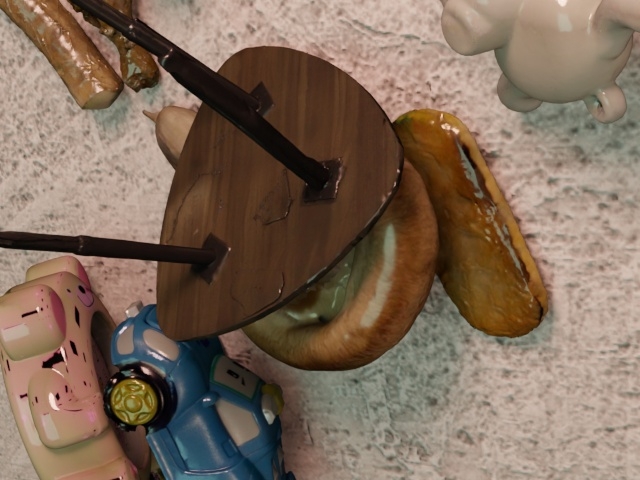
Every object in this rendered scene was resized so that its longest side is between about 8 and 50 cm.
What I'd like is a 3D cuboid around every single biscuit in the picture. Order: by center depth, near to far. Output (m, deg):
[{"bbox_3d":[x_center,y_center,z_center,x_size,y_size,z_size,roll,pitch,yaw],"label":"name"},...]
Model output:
[{"bbox_3d":[0.139,-0.015,1.167,0.118,0.029,0.247,-17,103,51],"label":"biscuit"}]

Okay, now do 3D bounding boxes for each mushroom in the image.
[{"bbox_3d":[0.000,0.000,1.195,0.278,0.146,0.278,7,99,47],"label":"mushroom"}]

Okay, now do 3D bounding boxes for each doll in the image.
[{"bbox_3d":[0.157,-0.202,0.898,0.311,0.160,0.242,-155,57,-70],"label":"doll"}]

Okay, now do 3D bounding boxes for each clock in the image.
[{"bbox_3d":[-0.284,0.183,1.433,0.114,0.284,0.309,-17,101,4],"label":"clock"}]

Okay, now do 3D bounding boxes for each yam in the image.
[{"bbox_3d":[-0.330,-0.264,1.350,0.299,0.066,0.066,48,132,6],"label":"yam"}]

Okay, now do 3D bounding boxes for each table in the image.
[{"bbox_3d":[-0.121,-0.093,1.059,0.317,0.249,0.317,-20,58,37],"label":"table"}]

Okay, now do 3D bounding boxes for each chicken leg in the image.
[{"bbox_3d":[-0.221,-0.246,1.275,0.069,0.085,0.198,-17,119,16],"label":"chicken leg"}]

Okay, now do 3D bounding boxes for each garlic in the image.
[{"bbox_3d":[-0.140,-0.099,1.298,0.152,0.066,0.084,48,134,1],"label":"garlic"}]

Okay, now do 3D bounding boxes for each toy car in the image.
[{"bbox_3d":[-0.126,0.204,1.390,0.166,0.198,0.314,-23,97,8],"label":"toy car"}]

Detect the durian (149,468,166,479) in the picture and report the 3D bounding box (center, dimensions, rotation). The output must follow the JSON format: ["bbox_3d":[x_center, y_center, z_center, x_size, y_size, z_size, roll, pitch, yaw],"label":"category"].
[{"bbox_3d":[-0.245,0.355,1.628,0.187,0.119,0.108,43,171,24],"label":"durian"}]
